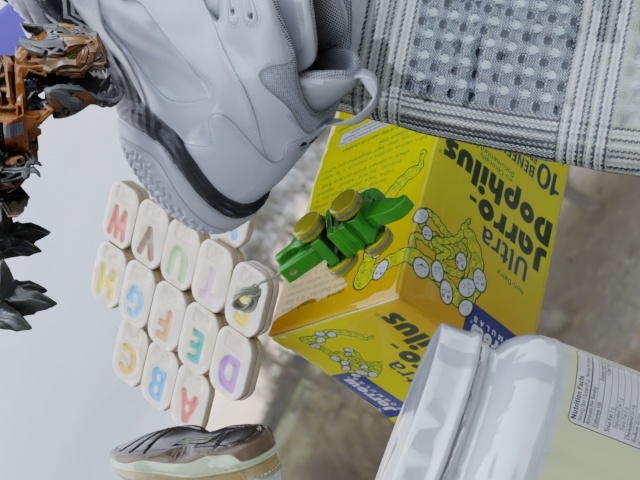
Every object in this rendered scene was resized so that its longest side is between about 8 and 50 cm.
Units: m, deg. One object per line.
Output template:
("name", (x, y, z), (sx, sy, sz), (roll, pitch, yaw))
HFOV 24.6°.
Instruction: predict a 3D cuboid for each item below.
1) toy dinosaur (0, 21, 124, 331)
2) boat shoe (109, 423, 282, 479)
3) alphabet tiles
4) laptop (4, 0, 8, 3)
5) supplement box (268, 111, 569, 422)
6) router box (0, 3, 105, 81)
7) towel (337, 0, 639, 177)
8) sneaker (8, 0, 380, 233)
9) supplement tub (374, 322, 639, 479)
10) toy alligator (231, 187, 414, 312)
("toy dinosaur", (-0.297, -0.050, 1.099), (0.164, 0.322, 0.218), (-74, -34, -55))
("boat shoe", (-0.102, 0.192, 1.182), (0.068, 0.072, 0.190), (-27, 12, -38))
("alphabet tiles", (-0.148, 0.046, 1.524), (0.021, 0.284, 0.278), (-2, -66, -43))
("laptop", (-0.193, -0.351, 1.260), (0.382, 0.236, 0.408), (-56, -22, 13))
("supplement box", (0.117, -0.018, 1.561), (0.195, 0.194, 0.356), (-21, 43, 45))
("router box", (-0.156, -0.288, 1.621), (0.335, 0.082, 0.301), (-33, -10, 27))
("towel", (0.154, -0.231, 1.127), (0.056, 0.312, 0.324), (-1, -75, -69))
("sneaker", (-0.107, -0.199, 1.123), (0.210, 0.365, 0.137), (-31, 3, 35))
("supplement tub", (0.209, 0.212, 1.120), (0.235, 0.325, 0.235), (21, -90, -88))
("toy alligator", (0.000, 0.000, 1.249), (0.190, 0.056, 0.051), (-31, 27, 25))
